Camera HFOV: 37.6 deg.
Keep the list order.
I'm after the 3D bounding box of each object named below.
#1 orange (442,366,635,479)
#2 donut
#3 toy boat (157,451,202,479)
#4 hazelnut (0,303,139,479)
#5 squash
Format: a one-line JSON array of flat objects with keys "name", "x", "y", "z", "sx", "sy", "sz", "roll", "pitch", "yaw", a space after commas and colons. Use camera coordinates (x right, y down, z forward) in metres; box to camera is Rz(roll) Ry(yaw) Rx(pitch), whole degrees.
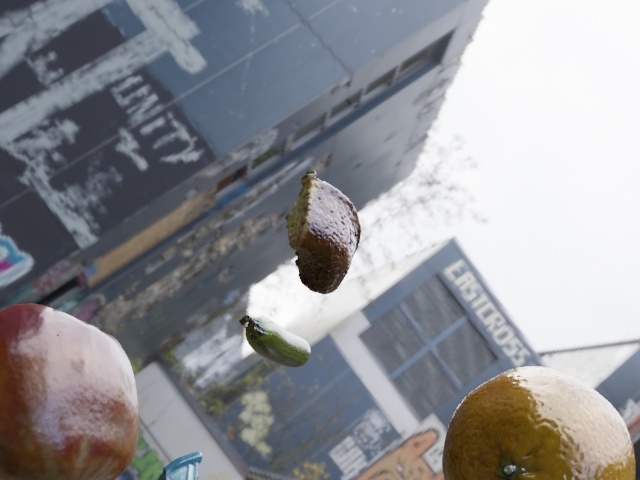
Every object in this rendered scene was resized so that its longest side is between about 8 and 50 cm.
[{"name": "orange", "x": 0.286, "y": 0.292, "z": 1.247, "sx": 0.264, "sy": 0.264, "sz": 0.264, "roll": 46, "pitch": -20, "yaw": 23}, {"name": "donut", "x": 0.006, "y": -0.005, "z": 1.634, "sx": 0.144, "sy": 0.126, "sz": 0.186, "roll": 18, "pitch": -40, "yaw": -7}, {"name": "toy boat", "x": -0.218, "y": 0.442, "z": 1.505, "sx": 0.088, "sy": 0.102, "sz": 0.215, "roll": 23, "pitch": -75, "yaw": 61}, {"name": "hazelnut", "x": -0.499, "y": 0.294, "z": 1.710, "sx": 0.366, "sy": 0.366, "sz": 0.366, "roll": 46, "pitch": -20, "yaw": 23}, {"name": "squash", "x": -0.107, "y": 0.229, "z": 2.133, "sx": 0.087, "sy": 0.087, "sz": 0.331, "roll": 44, "pitch": 0, "yaw": 27}]
